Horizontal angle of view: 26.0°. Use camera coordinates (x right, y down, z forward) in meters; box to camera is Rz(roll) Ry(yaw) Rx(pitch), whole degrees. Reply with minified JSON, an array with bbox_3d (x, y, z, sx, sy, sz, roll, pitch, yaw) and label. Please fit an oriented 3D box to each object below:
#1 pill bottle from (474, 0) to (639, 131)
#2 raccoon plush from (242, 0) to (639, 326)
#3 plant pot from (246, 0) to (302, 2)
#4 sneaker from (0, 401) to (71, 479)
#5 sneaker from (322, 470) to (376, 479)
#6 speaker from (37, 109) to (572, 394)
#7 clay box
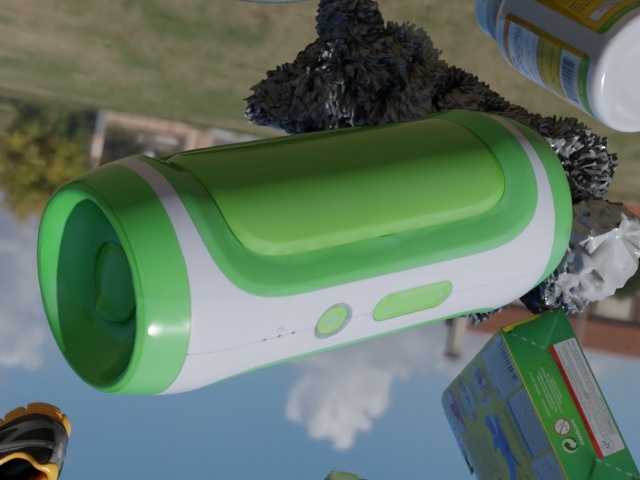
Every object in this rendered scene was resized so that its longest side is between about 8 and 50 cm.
[{"bbox_3d":[0.274,-0.222,1.481,0.136,0.136,0.246,8,-158,-35],"label":"pill bottle"},{"bbox_3d":[0.107,-0.103,1.187,0.299,0.216,0.446,41,167,-7],"label":"raccoon plush"},{"bbox_3d":[-0.043,-0.390,1.496,0.293,0.293,0.235,11,-175,32],"label":"plant pot"},{"bbox_3d":[-0.335,0.238,1.329,0.084,0.215,0.083,52,-173,-32],"label":"sneaker"},{"bbox_3d":[0.076,0.268,0.743,0.147,0.295,0.104,5,149,-12],"label":"sneaker"},{"bbox_3d":[0.000,0.000,0.770,0.297,0.131,0.131,-11,-165,-36],"label":"speaker"},{"bbox_3d":[0.149,0.141,0.994,0.053,0.127,0.222,-19,165,-12],"label":"clay box"}]
